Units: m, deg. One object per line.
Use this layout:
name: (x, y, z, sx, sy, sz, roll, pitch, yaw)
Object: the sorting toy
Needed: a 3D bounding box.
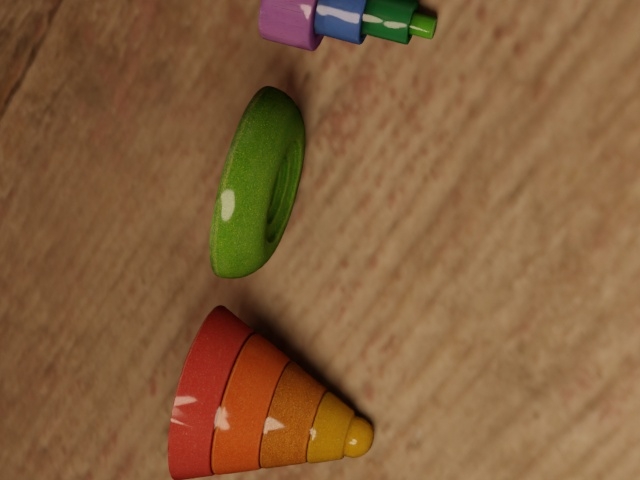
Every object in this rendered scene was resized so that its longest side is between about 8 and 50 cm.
sorting toy: (0.000, 0.000, 1.171, 0.126, 0.127, 0.365, 16, 106, 10)
